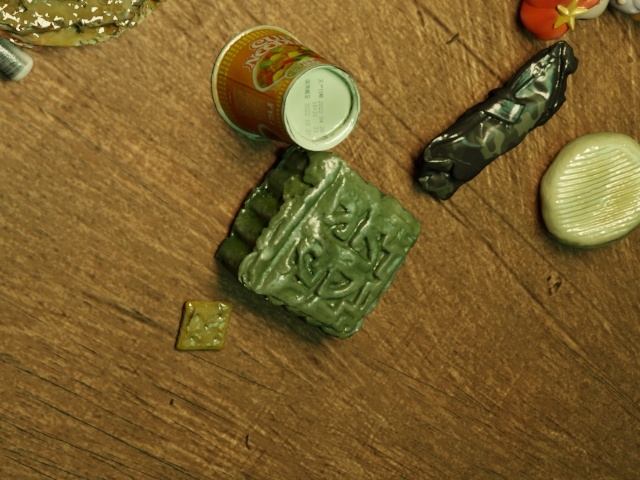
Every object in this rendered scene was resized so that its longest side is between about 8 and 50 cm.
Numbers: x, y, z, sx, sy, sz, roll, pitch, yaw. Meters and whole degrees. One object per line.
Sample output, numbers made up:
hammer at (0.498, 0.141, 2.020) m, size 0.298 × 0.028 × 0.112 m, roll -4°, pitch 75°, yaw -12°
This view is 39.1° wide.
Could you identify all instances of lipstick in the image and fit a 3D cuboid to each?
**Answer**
lipstick at (-0.411, -0.249, 1.087) m, size 0.040 × 0.040 × 0.141 m, roll -49°, pitch 126°, yaw -4°

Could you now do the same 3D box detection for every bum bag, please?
bum bag at (0.293, -0.194, 1.490) m, size 0.340 × 0.095 × 0.144 m, roll -40°, pitch 150°, yaw -8°

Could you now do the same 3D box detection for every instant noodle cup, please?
instant noodle cup at (-0.040, -0.199, 1.236) m, size 0.168 × 0.185 × 0.168 m, roll -11°, pitch 115°, yaw -26°

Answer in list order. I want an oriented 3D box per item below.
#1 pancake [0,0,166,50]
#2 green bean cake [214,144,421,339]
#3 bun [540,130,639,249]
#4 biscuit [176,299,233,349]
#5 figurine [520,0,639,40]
pancake at (-0.306, -0.412, 1.064) m, size 0.382 × 0.071 × 0.382 m, roll -13°, pitch 115°, yaw -29°
green bean cake at (0.000, 0.000, 1.380) m, size 0.255 × 0.132 × 0.241 m, roll 35°, pitch 93°, yaw -36°
bun at (0.494, -0.094, 1.637) m, size 0.222 × 0.127 × 0.222 m, roll 0°, pitch 109°, yaw 1°
biscuit at (-0.178, 0.132, 1.392) m, size 0.081 × 0.018 × 0.083 m, roll 6°, pitch 107°, yaw -33°
figurine at (0.450, -0.431, 1.450) m, size 0.257 × 0.181 × 0.208 m, roll -8°, pitch 153°, yaw -26°
